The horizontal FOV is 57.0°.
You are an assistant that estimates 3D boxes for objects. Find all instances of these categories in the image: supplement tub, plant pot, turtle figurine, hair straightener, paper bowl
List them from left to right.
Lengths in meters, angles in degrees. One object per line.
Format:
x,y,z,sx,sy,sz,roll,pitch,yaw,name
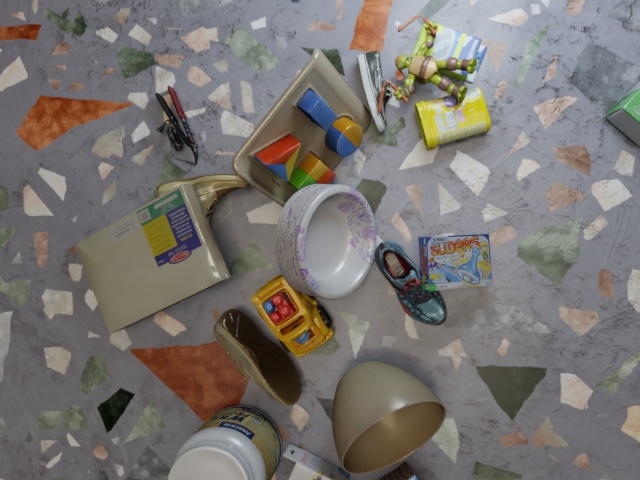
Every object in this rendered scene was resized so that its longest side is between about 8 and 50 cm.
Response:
-0.407,-0.311,1.645,0.089,0.047,0.231,-25,90,6,hair straightener
-0.231,0.556,1.461,0.228,0.316,0.229,0,89,7,supplement tub
0.000,0.000,1.483,0.148,0.284,0.285,7,90,43,paper bowl
0.140,0.416,1.469,0.284,0.284,0.191,-37,48,5,plant pot
0.270,-0.423,1.501,0.217,0.087,0.270,23,88,19,turtle figurine

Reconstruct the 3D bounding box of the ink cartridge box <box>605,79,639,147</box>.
0.894,-0.353,1.442,0.211,0.121,0.289,42,93,6,ink cartridge box

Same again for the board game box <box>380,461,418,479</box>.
0.212,0.757,1.472,0.232,0.141,0.291,-34,85,-6,board game box

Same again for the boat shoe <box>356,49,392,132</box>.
0.152,-0.397,1.556,0.070,0.078,0.220,-13,85,8,boat shoe

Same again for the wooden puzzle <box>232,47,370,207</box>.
-0.020,-0.242,1.456,0.080,0.322,0.348,36,91,33,wooden puzzle

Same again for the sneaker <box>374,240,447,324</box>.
0.225,0.117,1.511,0.104,0.125,0.262,-41,84,5,sneaker

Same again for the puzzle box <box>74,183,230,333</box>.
-0.456,0.055,1.578,0.408,0.052,0.272,-24,85,23,puzzle box

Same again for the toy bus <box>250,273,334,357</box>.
-0.075,0.193,1.505,0.149,0.211,0.220,-34,87,4,toy bus

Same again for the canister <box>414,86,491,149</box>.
0.344,-0.318,1.534,0.169,0.073,0.126,-15,86,5,canister

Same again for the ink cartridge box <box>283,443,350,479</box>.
-0.019,0.611,1.541,0.181,0.104,0.062,24,91,8,ink cartridge box

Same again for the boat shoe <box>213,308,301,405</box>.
-0.172,0.322,1.577,0.302,0.109,0.098,47,134,5,boat shoe

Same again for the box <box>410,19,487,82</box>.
0.340,-0.497,1.553,0.178,0.042,0.109,22,92,8,box

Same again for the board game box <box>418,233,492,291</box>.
0.343,0.054,1.494,0.201,0.035,0.136,-3,88,-26,board game box

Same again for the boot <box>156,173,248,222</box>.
-0.308,-0.071,1.596,0.261,0.095,0.204,-9,87,8,boot
